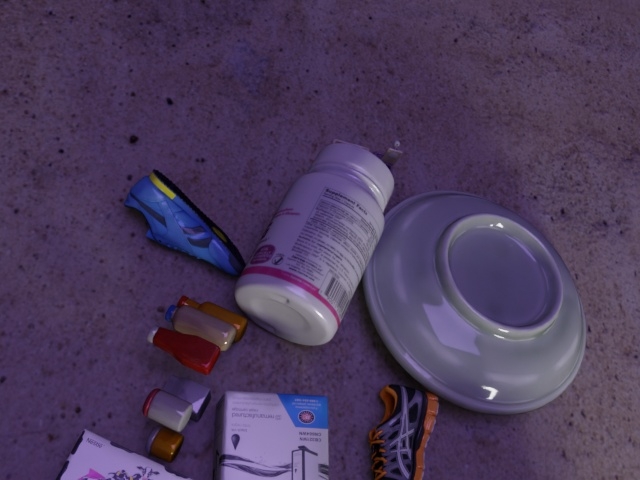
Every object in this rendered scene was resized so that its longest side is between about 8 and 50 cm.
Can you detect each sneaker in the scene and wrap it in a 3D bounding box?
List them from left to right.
[{"bbox_3d":[-0.205,-0.010,1.176,0.209,0.069,0.082,44,94,-4],"label":"sneaker"},{"bbox_3d":[0.104,0.302,1.112,0.083,0.084,0.215,25,50,-6],"label":"sneaker"}]

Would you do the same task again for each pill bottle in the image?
[{"bbox_3d":[0.000,0.000,1.171,0.160,0.160,0.283,29,60,-3],"label":"pill bottle"}]

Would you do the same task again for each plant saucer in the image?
[{"bbox_3d":[0.266,0.070,1.231,0.400,0.100,0.400,10,57,-15],"label":"plant saucer"}]

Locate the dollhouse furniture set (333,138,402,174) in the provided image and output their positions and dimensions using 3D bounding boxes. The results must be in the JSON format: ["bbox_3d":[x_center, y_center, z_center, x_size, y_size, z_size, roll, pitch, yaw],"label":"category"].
[{"bbox_3d":[0.078,-0.137,1.304,0.114,0.081,0.091,14,62,-11],"label":"dollhouse furniture set"}]

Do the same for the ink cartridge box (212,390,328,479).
[{"bbox_3d":[-0.067,0.315,1.046,0.148,0.086,0.203,6,64,-15],"label":"ink cartridge box"}]

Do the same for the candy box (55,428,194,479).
[{"bbox_3d":[-0.270,0.362,0.969,0.165,0.070,0.196,26,62,-4],"label":"candy box"}]

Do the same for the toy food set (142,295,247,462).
[{"bbox_3d":[-0.196,0.172,1.063,0.104,0.111,0.232,23,61,8],"label":"toy food set"}]
